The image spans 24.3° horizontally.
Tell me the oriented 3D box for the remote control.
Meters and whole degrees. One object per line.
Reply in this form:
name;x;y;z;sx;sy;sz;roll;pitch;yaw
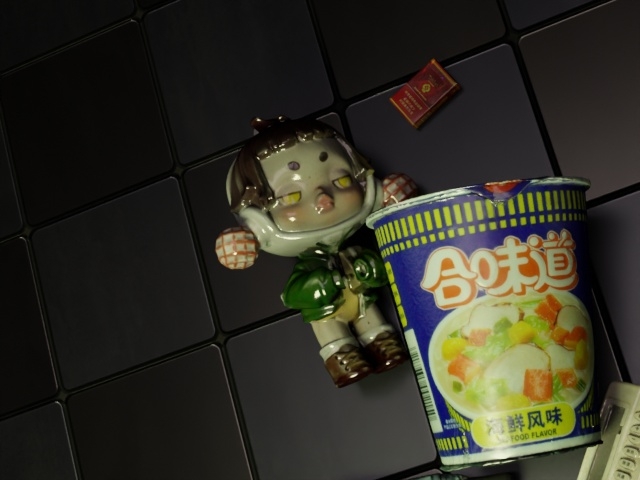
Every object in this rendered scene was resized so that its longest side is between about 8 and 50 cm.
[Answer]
remote control;0.352;0.284;1.762;0.090;0.049;0.230;14;84;53

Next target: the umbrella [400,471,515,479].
umbrella;0.120;0.320;1.847;0.250;0.052;0.053;-14;40;18

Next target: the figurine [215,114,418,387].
figurine;0.000;0.000;1.906;0.281;0.167;0.370;-19;80;-19

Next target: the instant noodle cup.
instant noodle cup;0.211;0.102;1.755;0.284;0.284;0.312;-12;83;18

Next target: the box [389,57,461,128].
box;0.138;-0.194;1.963;0.082;0.023;0.051;-43;69;8
